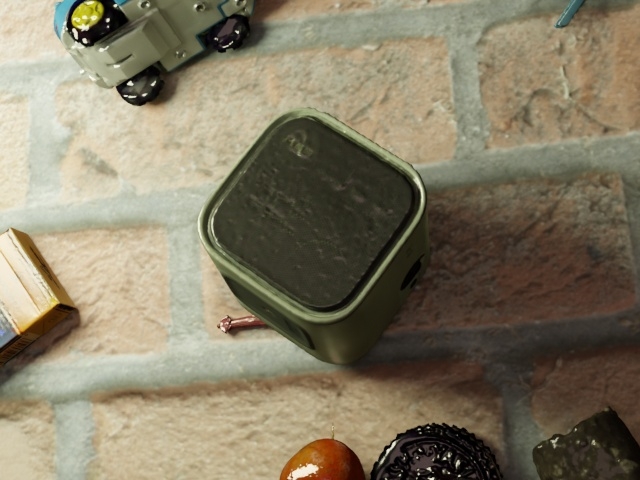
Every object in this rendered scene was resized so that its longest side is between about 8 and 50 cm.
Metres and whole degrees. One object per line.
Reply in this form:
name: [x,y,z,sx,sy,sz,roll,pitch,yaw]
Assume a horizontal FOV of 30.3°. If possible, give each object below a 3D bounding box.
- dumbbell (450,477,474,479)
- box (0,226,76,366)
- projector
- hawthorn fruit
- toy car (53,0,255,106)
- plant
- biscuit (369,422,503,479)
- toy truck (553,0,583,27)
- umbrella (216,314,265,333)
dumbbell: [0.190,0.359,1.574,0.040,0.036,0.083,-1,80,10]
box: [-0.513,0.112,1.801,0.237,0.070,0.152,-38,74,0]
projector: [0.000,0.000,1.616,0.248,0.249,0.249,33,78,15]
hawthorn fruit: [0.010,0.334,1.632,0.125,0.140,0.125,18,122,31]
toy car: [-0.249,-0.357,1.791,0.314,0.198,0.166,-32,56,4]
plant: [0.395,0.360,1.537,0.146,0.149,0.275,-40,72,20]
biscuit: [0.159,0.346,1.630,0.194,0.053,0.195,-2,79,11]
toy truck: [0.365,-0.386,1.738,0.074,0.063,0.136,35,90,-4]
umbrella: [-0.074,0.113,1.738,0.165,0.025,0.027,-10,94,11]
